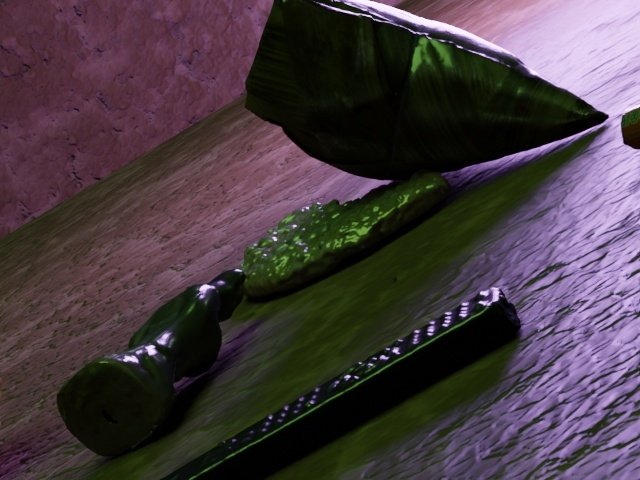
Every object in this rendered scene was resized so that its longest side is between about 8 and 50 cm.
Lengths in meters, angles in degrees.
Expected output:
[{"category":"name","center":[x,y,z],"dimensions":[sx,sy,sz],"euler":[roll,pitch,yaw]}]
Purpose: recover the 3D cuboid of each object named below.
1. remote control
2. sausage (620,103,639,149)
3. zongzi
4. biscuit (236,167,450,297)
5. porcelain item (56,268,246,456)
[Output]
[{"category":"remote control","center":[0.004,0.096,1.123],"dimensions":[0.245,0.025,0.063],"euler":[-30,9,10]},{"category":"sausage","center":[0.246,-0.087,1.282],"dimensions":[0.031,0.031,0.107],"euler":[-39,12,-37]},{"category":"zongzi","center":[0.116,-0.106,1.625],"dimensions":[0.300,0.138,0.286],"euler":[11,-4,20]},{"category":"biscuit","center":[-0.004,0.002,1.601],"dimensions":[0.133,0.032,0.250],"euler":[-39,13,-30]},{"category":"porcelain item","center":[-0.113,0.078,1.439],"dimensions":[0.081,0.069,0.216],"euler":[-40,5,32]}]
